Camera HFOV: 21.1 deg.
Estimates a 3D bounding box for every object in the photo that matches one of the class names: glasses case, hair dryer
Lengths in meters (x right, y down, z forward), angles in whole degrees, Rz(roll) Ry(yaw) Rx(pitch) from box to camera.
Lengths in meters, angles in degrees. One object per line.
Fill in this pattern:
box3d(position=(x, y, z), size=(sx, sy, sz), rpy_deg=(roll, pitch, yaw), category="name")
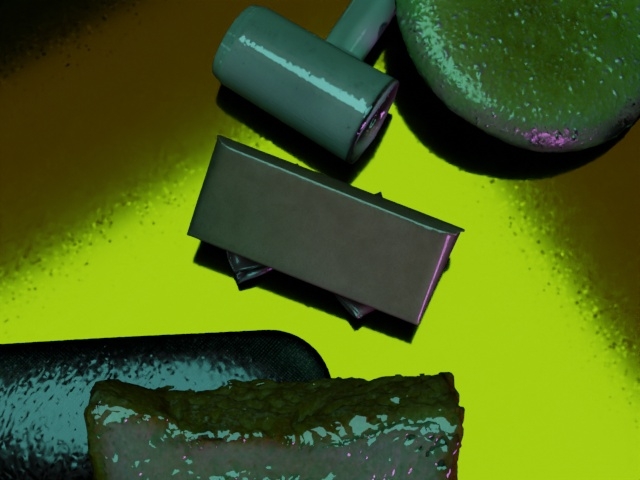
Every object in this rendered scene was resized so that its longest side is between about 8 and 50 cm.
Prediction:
box3d(position=(0.000, 0.000, 1.281), size=(0.193, 0.070, 0.102), rpy_deg=(21, 104, 2), category="glasses case")
box3d(position=(0.032, -0.187, 1.321), size=(0.131, 0.073, 0.236), rpy_deg=(32, 75, 8), category="hair dryer")
box3d(position=(-0.148, 0.130, 1.227), size=(0.321, 0.082, 0.122), rpy_deg=(-3, 82, -3), category="glasses case")

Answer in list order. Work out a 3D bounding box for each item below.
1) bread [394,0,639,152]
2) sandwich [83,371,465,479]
box3d(position=(0.166, -0.177, 1.308), size=(0.228, 0.033, 0.229), rpy_deg=(5, 73, -17), category="bread")
box3d(position=(-0.033, 0.199, 1.161), size=(0.251, 0.087, 0.226), rpy_deg=(1, 113, -5), category="sandwich")
